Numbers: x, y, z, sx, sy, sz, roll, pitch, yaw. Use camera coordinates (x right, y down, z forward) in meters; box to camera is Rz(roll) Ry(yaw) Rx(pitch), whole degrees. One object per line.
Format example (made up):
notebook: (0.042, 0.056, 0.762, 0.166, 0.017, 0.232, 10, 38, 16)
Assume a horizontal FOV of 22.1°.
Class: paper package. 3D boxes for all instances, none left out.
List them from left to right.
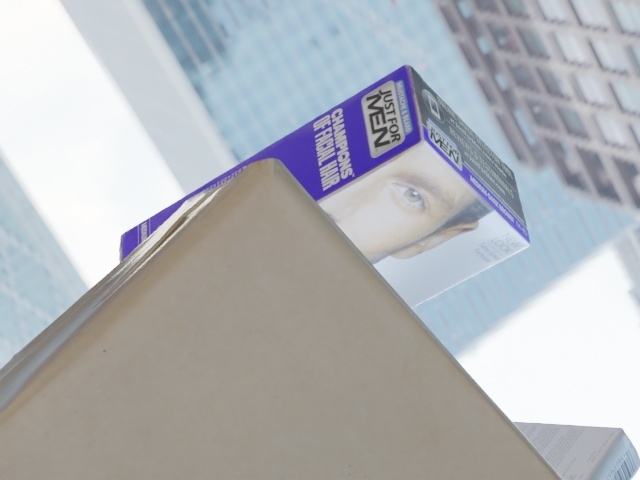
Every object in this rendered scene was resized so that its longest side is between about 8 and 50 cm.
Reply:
paper package: (-0.041, 0.175, 0.794, 0.309, 0.325, 0.168, -43, -173, -10)

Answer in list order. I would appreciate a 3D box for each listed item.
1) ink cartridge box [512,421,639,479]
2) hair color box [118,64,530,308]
ink cartridge box: (0.167, 0.250, 1.594, 0.232, 0.066, 0.189, -6, -150, 45)
hair color box: (0.000, 0.000, 1.526, 0.339, 0.185, 0.110, -31, -137, 22)
